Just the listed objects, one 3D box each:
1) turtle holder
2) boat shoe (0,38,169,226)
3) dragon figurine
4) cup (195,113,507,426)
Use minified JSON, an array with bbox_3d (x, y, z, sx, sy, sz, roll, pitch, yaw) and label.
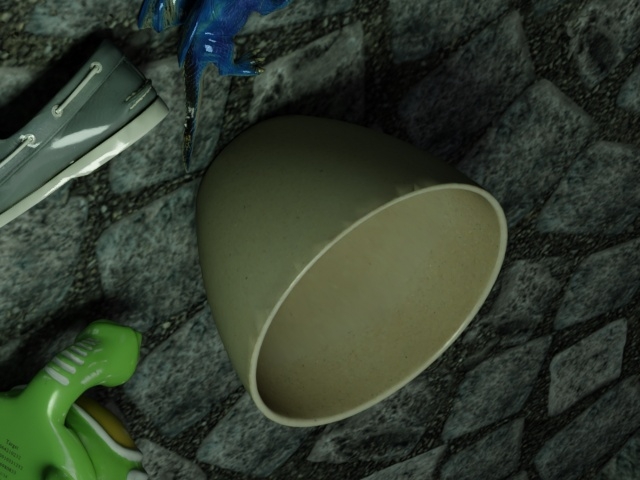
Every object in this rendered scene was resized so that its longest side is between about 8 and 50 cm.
[{"bbox_3d":[-0.304,0.248,2.120,0.227,0.243,0.320,-12,99,-60],"label":"turtle holder"},{"bbox_3d":[-0.301,-0.076,1.859,0.319,0.116,0.099,-32,104,-3],"label":"boat shoe"},{"bbox_3d":[-0.114,-0.213,1.872,0.144,0.085,0.289,10,116,-49],"label":"dragon figurine"},{"bbox_3d":[0.000,0.000,2.105,0.331,0.237,0.331,-27,144,-22],"label":"cup"}]
